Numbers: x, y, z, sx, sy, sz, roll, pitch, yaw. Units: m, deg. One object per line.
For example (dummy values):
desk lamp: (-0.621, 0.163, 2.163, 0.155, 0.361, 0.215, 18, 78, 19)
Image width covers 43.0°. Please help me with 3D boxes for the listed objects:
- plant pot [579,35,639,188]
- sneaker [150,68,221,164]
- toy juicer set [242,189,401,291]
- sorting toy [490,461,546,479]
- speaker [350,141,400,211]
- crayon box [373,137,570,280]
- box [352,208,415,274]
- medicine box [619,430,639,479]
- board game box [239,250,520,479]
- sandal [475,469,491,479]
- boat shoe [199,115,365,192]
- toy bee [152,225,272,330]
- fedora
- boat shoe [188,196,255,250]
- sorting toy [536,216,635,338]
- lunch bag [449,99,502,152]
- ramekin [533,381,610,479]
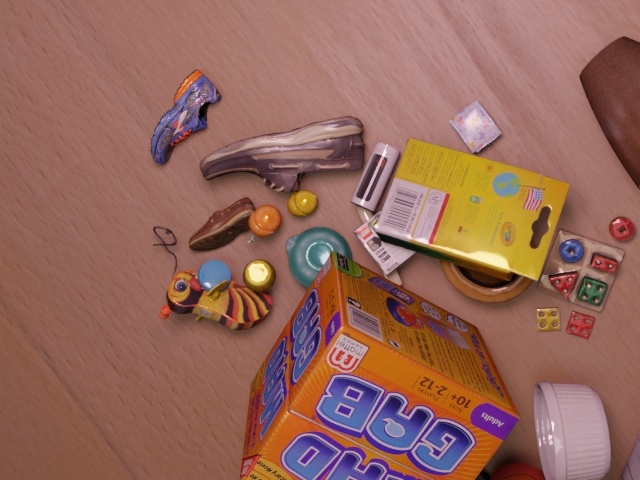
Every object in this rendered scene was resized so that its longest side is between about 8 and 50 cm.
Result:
plant pot: (0.585, -0.249, 1.463, 0.215, 0.215, 0.230, -41, 74, 17)
sneaker: (-0.289, -0.250, 1.726, 0.087, 0.083, 0.221, 33, 110, -2)
toy juicer set: (0.000, 0.000, 1.708, 0.329, 0.089, 0.209, -1, 82, -2)
sorting toy: (0.357, 0.635, 1.683, 0.127, 0.126, 0.365, 24, 113, 0)
speaker: (0.111, -0.129, 1.647, 0.055, 0.055, 0.136, 25, 91, 8)
crayon box: (0.286, -0.053, 1.542, 0.318, 0.081, 0.202, 19, 80, 18)
box: (0.181, -0.037, 1.644, 0.207, 0.036, 0.114, -37, 90, 1)
medicine box: (0.683, 0.442, 1.520, 0.149, 0.263, 0.289, 18, 104, 10)
board game box: (0.094, 0.302, 1.544, 0.356, 0.356, 0.356, 28, 106, -11)
sandal: (0.313, 0.498, 1.737, 0.097, 0.054, 0.254, -34, 101, 22)
boat shoe: (-0.078, -0.158, 1.664, 0.355, 0.132, 0.130, -11, 97, 17)
toy bee: (-0.265, 0.123, 1.746, 0.298, 0.162, 0.195, 22, 149, 17)
fedora: (0.336, 0.029, 1.624, 0.194, 0.079, 0.194, 2, 101, 11)
boat shoe: (-0.212, -0.033, 1.762, 0.178, 0.064, 0.060, -29, 59, 21)
sorting toy: (0.511, 0.071, 1.607, 0.132, 0.046, 0.274, 20, 105, 10)
lunch bag: (0.305, -0.222, 1.599, 0.071, 0.053, 0.083, -38, 80, 15)
ramekin: (0.491, 0.378, 1.592, 0.109, 0.207, 0.207, -5, 99, 5)
